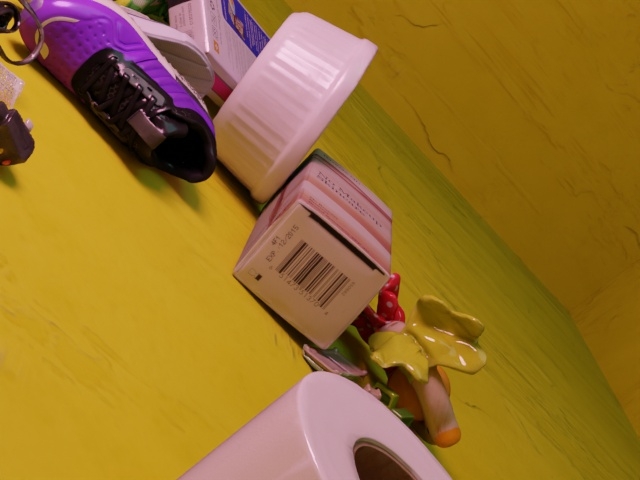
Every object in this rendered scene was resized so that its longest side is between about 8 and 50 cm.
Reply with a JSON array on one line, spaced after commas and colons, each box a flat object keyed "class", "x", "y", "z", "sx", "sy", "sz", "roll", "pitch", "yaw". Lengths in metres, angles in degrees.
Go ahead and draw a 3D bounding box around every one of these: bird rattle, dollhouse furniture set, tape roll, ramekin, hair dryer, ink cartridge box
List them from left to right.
[{"class": "hair dryer", "x": -0.352, "y": -0.211, "z": 0.984, "sx": 0.293, "sy": 0.080, "sz": 0.223, "roll": 55, "pitch": 16, "yaw": -44}, {"class": "ink cartridge box", "x": -0.128, "y": -0.279, "z": 1.771, "sx": 0.371, "sy": 0.069, "sz": 0.175, "roll": 37, "pitch": 40, "yaw": -61}, {"class": "ramekin", "x": -0.050, "y": -0.192, "z": 1.574, "sx": 0.127, "sy": 0.273, "sz": 0.273, "roll": 36, "pitch": 15, "yaw": -6}, {"class": "tape roll", "x": 0.005, "y": 0.235, "z": 0.774, "sx": 0.246, "sy": 0.169, "sz": 0.246, "roll": 47, "pitch": 15, "yaw": -16}, {"class": "dollhouse furniture set", "x": 0.036, "y": 0.185, "z": 1.323, "sx": 0.152, "sy": 0.058, "sz": 0.076, "roll": 36, "pitch": 13, "yaw": 29}, {"class": "bird rattle", "x": 0.103, "y": 0.161, "z": 1.438, "sx": 0.253, "sy": 0.143, "sz": 0.206, "roll": 2, "pitch": -67, "yaw": 69}]

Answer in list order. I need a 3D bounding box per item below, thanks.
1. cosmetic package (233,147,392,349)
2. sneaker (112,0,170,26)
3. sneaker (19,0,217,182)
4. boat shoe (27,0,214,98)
[{"class": "cosmetic package", "x": 0.000, "y": 0.000, "z": 1.447, "sx": 0.153, "sy": 0.129, "sz": 0.296, "roll": 39, "pitch": 14, "yaw": -9}, {"class": "sneaker", "x": -0.232, "y": -0.363, "z": 1.742, "sx": 0.123, "sy": 0.109, "sz": 0.295, "roll": 46, "pitch": 13, "yaw": 1}, {"class": "sneaker", "x": -0.212, "y": -0.164, "z": 1.287, "sx": 0.293, "sy": 0.102, "sz": 0.146, "roll": 38, "pitch": 19, "yaw": -41}, {"class": "boat shoe", "x": -0.245, "y": -0.252, "z": 1.418, "sx": 0.094, "sy": 0.109, "sz": 0.302, "roll": 54, "pitch": 16, "yaw": 29}]
